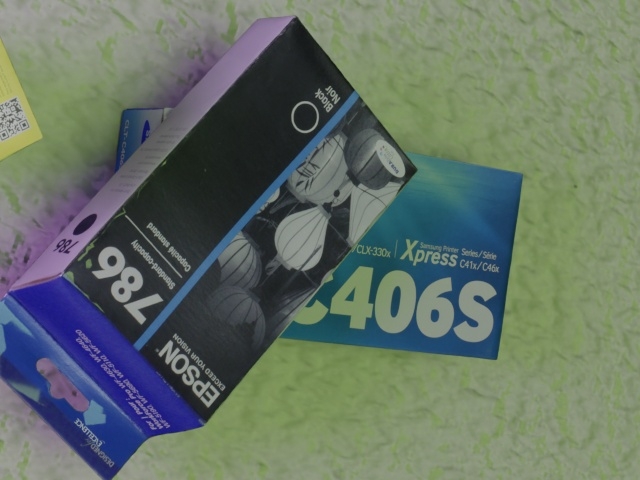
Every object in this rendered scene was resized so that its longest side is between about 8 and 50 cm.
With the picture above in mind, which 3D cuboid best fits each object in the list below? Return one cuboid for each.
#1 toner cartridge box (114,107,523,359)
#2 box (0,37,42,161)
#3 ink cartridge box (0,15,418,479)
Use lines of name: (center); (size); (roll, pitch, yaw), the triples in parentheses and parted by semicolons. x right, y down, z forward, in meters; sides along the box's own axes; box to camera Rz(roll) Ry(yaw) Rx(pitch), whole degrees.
toner cartridge box: (0.000, 0.000, 1.295); (0.348, 0.075, 0.165); (7, 89, -33)
box: (-0.259, -0.092, 1.027); (0.058, 0.232, 0.087); (-30, 108, -27)
ink cartridge box: (-0.085, 0.007, 1.161); (0.333, 0.065, 0.165); (-50, 117, -18)
